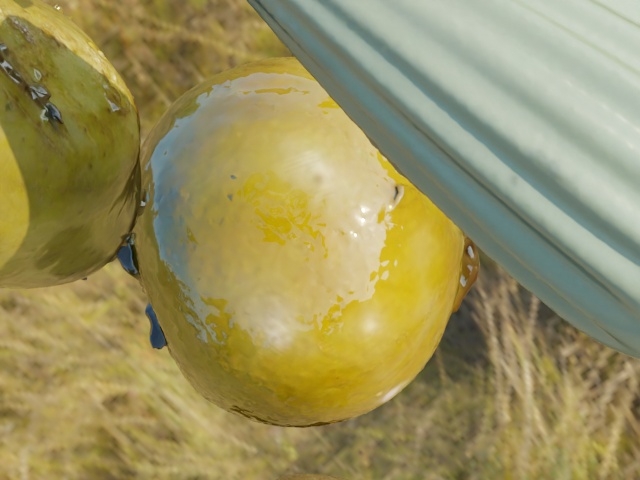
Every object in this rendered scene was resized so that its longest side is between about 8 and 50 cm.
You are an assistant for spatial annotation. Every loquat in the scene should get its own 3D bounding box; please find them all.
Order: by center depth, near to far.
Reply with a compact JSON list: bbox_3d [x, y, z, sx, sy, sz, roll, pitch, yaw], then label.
[{"bbox_3d":[0.000,0.000,1.540,0.359,0.328,0.328,-11,51,-2],"label":"loquat"}]

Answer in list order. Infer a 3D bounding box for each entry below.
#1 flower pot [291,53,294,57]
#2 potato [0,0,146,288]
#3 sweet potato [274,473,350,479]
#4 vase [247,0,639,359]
[{"bbox_3d":[0.091,-0.204,1.775,0.179,0.195,0.195,-9,54,32],"label":"flower pot"},{"bbox_3d":[-0.172,-0.054,0.832,0.173,0.300,0.140,42,97,21],"label":"potato"},{"bbox_3d":[-0.024,0.302,1.899,0.109,0.385,0.109,-9,73,31],"label":"sweet potato"},{"bbox_3d":[0.082,-0.055,0.673,0.128,0.248,0.128,-53,9,13],"label":"vase"}]
